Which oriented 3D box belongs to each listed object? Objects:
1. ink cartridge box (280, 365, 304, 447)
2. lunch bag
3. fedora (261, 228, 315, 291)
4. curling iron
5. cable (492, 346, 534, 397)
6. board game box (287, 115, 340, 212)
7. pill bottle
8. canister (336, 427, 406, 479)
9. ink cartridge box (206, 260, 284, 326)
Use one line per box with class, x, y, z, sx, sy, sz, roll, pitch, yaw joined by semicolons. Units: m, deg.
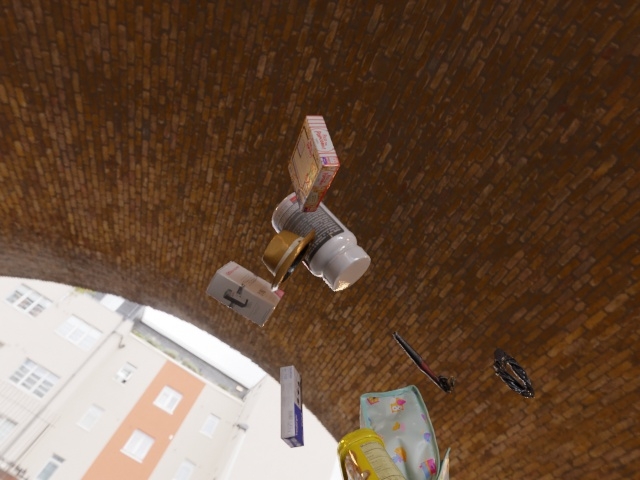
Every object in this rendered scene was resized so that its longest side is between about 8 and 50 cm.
ink cartridge box;-0.085;0.492;1.214;0.046;0.207;0.097;-12;-43;8
lunch bag;0.176;0.470;0.821;0.160;0.262;0.224;-11;-63;-4
fedora;-0.088;0.033;1.004;0.079;0.194;0.194;33;-48;7
curling iron;0.338;0.395;1.336;0.274;0.035;0.068;44;-56;-1
cable;0.601;0.423;1.269;0.150;0.184;0.047;45;-69;-2
board game box;-0.023;-0.180;0.991;0.045;0.147;0.193;-7;-25;-22
pill bottle;0.000;0.000;1.172;0.283;0.161;0.161;48;-42;27
canister;0.088;0.359;0.550;0.073;0.170;0.126;-15;-78;-14
ink cartridge box;-0.246;0.173;1.356;0.217;0.158;0.092;33;-79;0
